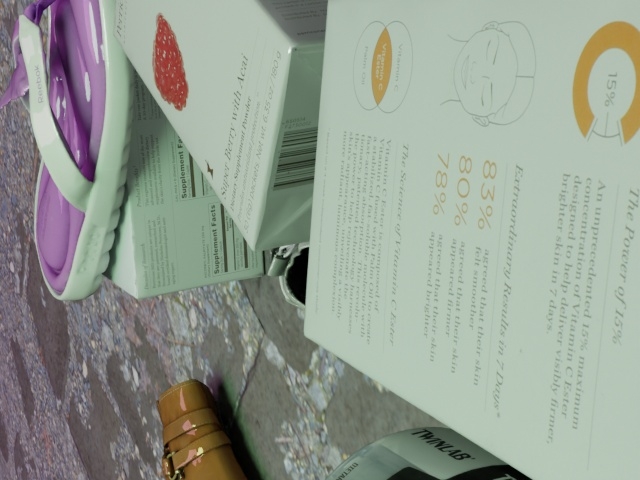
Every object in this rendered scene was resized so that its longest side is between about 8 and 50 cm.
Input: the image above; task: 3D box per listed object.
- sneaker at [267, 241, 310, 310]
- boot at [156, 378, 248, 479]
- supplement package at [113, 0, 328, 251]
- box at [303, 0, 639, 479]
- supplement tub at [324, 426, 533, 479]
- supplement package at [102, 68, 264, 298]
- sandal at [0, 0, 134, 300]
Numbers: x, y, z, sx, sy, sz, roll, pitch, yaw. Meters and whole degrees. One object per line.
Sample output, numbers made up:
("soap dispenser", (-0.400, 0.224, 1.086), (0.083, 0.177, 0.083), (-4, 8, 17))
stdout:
("sneaker", (0.000, 0.000, 0.996), (0.281, 0.115, 0.105), (29, 124, 56))
("boot", (-0.109, 0.258, 1.338), (0.283, 0.109, 0.220), (141, 119, -68))
("supplement package", (-0.024, -0.160, 0.920), (0.293, 0.175, 0.177), (55, 145, 39))
("box", (0.137, -0.015, 0.608), (0.345, 0.168, 0.215), (-156, 69, -66))
("supplement tub", (0.129, 0.250, 0.720), (0.338, 0.207, 0.207), (-164, 66, -65))
("supplement package", (-0.172, -0.098, 1.260), (0.204, 0.145, 0.261), (24, 120, 58))
("sandal", (-0.249, -0.110, 1.132), (0.169, 0.102, 0.416), (45, 136, 45))
